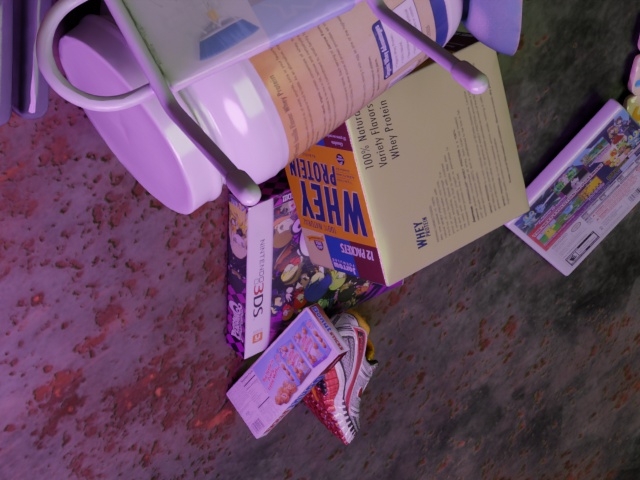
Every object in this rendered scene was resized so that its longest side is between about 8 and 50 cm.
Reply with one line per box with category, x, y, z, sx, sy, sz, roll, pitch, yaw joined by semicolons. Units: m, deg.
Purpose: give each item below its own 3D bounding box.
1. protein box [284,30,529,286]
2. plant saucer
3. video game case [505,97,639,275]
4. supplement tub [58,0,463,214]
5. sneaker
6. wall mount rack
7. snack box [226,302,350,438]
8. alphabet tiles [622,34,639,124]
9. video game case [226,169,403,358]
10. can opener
protein box;0.081;-0.091;1.903;0.201;0.136;0.200;-27;114;-30
plant saucer;0.136;-0.324;1.688;0.043;0.318;0.318;-7;132;-1
video game case;0.333;-0.063;2.299;0.201;0.023;0.183;-47;142;6
supplement tub;-0.054;-0.191;1.665;0.316;0.228;0.228;-38;140;-17
sneaker;0.029;0.158;2.111;0.092;0.088;0.225;-36;154;-16
wall mount rack;-0.042;-0.182;1.473;0.350;0.304;0.130;-27;167;-14
snack box;-0.038;0.144;2.019;0.022;0.064;0.178;-17;157;-46
alphabet tiles;0.484;-0.236;2.332;0.278;0.021;0.284;-18;131;-35
video game case;0.000;0.000;2.019;0.232;0.042;0.210;-24;135;-31
can opener;-0.248;-0.224;1.552;0.076;0.095;0.284;-15;122;-36
